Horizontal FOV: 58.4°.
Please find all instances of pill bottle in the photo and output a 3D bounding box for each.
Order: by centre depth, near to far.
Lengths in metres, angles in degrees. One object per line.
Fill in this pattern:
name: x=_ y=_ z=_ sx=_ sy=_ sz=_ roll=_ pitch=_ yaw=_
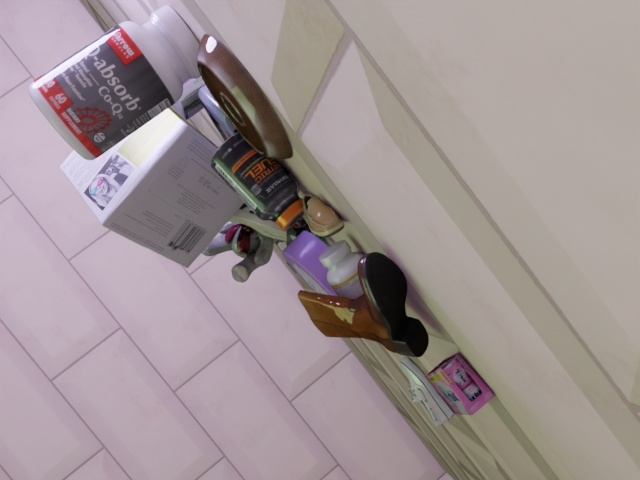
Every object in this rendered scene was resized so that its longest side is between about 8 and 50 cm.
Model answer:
pill bottle: x=0.079 y=0.092 z=1.291 sx=0.184 sy=0.103 sz=0.103 roll=54 pitch=172 yaw=-13
pill bottle: x=-0.453 y=-0.368 z=1.319 sx=0.210 sy=0.363 sz=0.210 roll=51 pitch=172 yaw=9
pill bottle: x=-0.140 y=-0.139 z=1.387 sx=0.246 sy=0.130 sz=0.130 roll=46 pitch=171 yaw=6

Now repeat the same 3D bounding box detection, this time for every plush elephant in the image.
plush elephant: x=-0.242 y=-0.058 z=1.977 sx=0.272 sy=0.330 sz=0.255 roll=39 pitch=142 yaw=40

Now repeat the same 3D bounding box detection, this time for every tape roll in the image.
tape roll: x=0.017 y=0.099 z=1.610 sx=0.275 sy=0.090 sz=0.275 roll=43 pitch=170 yaw=9

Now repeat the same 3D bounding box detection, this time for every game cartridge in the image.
game cartridge: x=-0.223 y=-0.278 z=1.551 sx=0.196 sy=0.060 sz=0.294 roll=50 pitch=173 yaw=43

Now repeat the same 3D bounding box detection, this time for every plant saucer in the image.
plant saucer: x=-0.172 y=-0.291 z=1.227 sx=0.310 sy=0.050 sz=0.310 roll=49 pitch=171 yaw=11

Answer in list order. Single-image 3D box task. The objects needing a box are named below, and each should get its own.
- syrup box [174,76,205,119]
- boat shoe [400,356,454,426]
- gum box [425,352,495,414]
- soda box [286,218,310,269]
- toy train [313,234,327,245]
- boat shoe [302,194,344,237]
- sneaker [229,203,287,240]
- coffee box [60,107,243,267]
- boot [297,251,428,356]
syrup box: x=-0.373 y=-0.423 z=1.599 sx=0.096 sy=0.093 sz=0.237 roll=53 pitch=172 yaw=-5
boat shoe: x=0.305 y=0.460 z=1.730 sx=0.226 sy=0.076 sz=0.083 roll=50 pitch=171 yaw=13
gum box: x=0.287 y=0.302 z=1.195 sx=0.107 sy=0.062 sz=0.188 roll=50 pitch=172 yaw=14
soda box: x=-0.067 y=0.016 z=1.739 sx=0.060 sy=0.053 sz=0.169 roll=45 pitch=147 yaw=39
toy train: x=0.000 y=0.000 z=1.611 sx=0.017 sy=0.023 sz=0.083 roll=45 pitch=170 yaw=42
boat shoe: x=-0.006 y=-0.061 z=1.258 sx=0.072 sy=0.068 sz=0.190 roll=68 pitch=167 yaw=-20
sneaker: x=-0.197 y=-0.111 z=1.810 sx=0.350 sy=0.148 sz=0.131 roll=20 pitch=166 yaw=1
coffee box: x=-0.458 y=-0.187 z=1.650 sx=0.334 sy=0.338 sz=0.337 roll=41 pitch=-179 yaw=36
boot: x=0.063 y=0.121 z=1.194 sx=0.280 sy=0.096 sz=0.264 roll=6 pitch=142 yaw=45
